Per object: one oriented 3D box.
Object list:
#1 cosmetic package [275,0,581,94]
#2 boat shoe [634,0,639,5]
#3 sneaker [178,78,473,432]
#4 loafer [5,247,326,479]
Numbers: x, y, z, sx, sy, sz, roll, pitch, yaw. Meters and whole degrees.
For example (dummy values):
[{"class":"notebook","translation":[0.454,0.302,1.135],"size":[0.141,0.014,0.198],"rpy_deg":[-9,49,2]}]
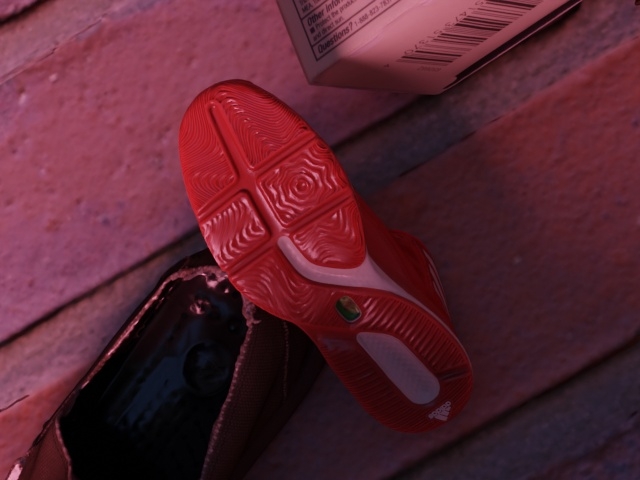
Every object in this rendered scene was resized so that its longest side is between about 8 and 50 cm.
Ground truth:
[{"class":"cosmetic package","translation":[0.031,-0.248,1.000],"size":[0.153,0.129,0.296],"rpy_deg":[-31,72,36]},{"class":"boat shoe","translation":[0.203,-0.155,0.992],"size":[0.178,0.064,0.060],"rpy_deg":[23,83,15]},{"class":"sneaker","translation":[0.000,0.000,0.967],"size":[0.087,0.128,0.221],"rpy_deg":[-31,103,8]},{"class":"loafer","translation":[-0.131,0.149,0.979],"size":[0.134,0.130,0.366],"rpy_deg":[27,86,18]}]
